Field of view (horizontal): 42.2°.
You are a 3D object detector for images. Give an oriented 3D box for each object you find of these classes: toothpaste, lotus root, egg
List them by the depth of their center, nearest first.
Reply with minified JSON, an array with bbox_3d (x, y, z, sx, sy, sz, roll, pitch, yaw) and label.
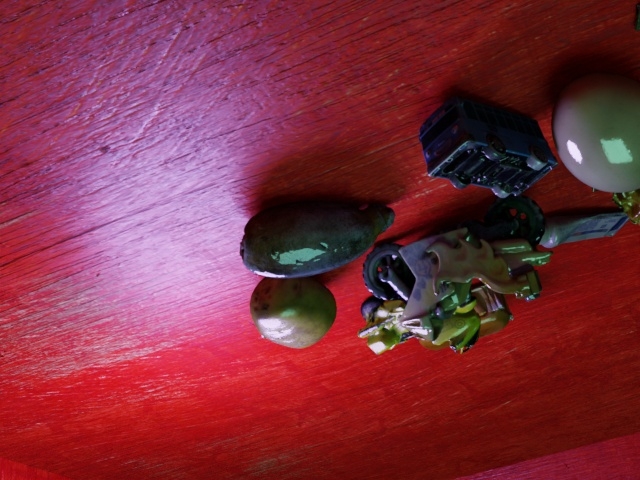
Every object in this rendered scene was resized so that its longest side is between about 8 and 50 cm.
[{"bbox_3d":[0.497,-0.187,1.427,0.188,0.188,0.254,-31,137,32],"label":"egg"},{"bbox_3d":[0.000,0.000,1.648,0.322,0.140,0.158,-8,149,-8],"label":"lotus root"},{"bbox_3d":[0.568,-0.027,1.848,0.282,0.068,0.099,-8,-179,-21],"label":"toothpaste"}]

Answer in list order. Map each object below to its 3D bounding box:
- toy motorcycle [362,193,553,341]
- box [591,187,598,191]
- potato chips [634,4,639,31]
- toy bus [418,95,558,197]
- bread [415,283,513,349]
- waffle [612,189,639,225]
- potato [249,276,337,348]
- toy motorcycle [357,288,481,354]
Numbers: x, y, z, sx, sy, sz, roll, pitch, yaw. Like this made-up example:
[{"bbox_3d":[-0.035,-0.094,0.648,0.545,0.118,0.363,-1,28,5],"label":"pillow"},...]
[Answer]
[{"bbox_3d":[0.294,0.066,1.755,0.410,0.237,0.169,-24,174,22],"label":"toy motorcycle"},{"bbox_3d":[0.618,-0.147,1.689,0.133,0.023,0.090,-16,150,10],"label":"box"},{"bbox_3d":[0.608,-0.385,1.286,0.220,0.029,0.202,5,143,-20],"label":"potato chips"},{"bbox_3d":[0.288,-0.165,1.458,0.234,0.133,0.116,8,145,-36],"label":"toy bus"},{"bbox_3d":[0.359,0.201,2.115,0.241,0.107,0.136,-21,150,19],"label":"bread"},{"bbox_3d":[0.716,-0.117,1.598,0.302,0.068,0.325,-6,126,24],"label":"waffle"},{"bbox_3d":[-0.063,0.155,1.877,0.197,0.148,0.228,-42,140,23],"label":"potato"},{"bbox_3d":[0.251,0.191,1.986,0.342,0.206,0.142,-22,-170,44],"label":"toy motorcycle"}]
